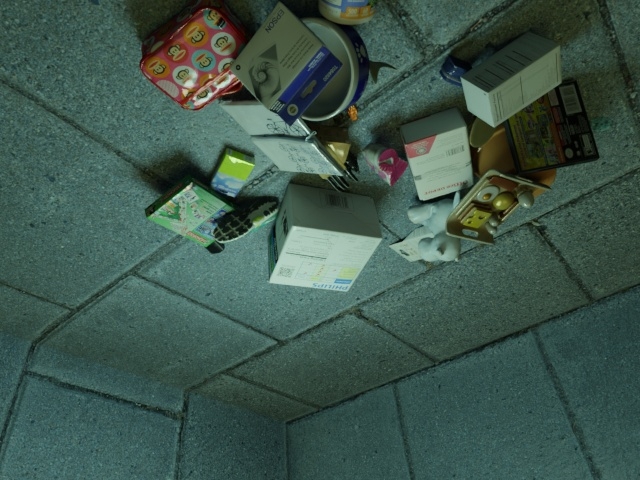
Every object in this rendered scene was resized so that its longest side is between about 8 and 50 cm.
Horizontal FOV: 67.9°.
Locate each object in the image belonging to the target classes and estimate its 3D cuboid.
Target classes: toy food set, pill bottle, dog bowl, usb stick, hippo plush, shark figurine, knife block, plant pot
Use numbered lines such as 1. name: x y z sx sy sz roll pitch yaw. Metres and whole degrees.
1. toy food set: 0.601 -0.103 1.628 0.220 0.092 0.306 11 137 -22
2. pill bottle: 0.078 -0.682 1.139 0.153 0.152 0.271 -1 140 -7
3. dog bowl: -0.003 -0.473 1.307 0.265 0.104 0.264 16 123 26
4. usb stick: -0.486 -0.034 1.921 0.077 0.045 0.278 -14 140 20
5. hippo plush: 0.494 -0.032 1.848 0.235 0.236 0.294 4 168 -39
6. shark figurine: 0.070 -0.491 1.397 0.278 0.116 0.166 -22 97 37
7. knife block: 0.009 -0.279 1.660 0.276 0.088 0.242 4 138 -13
8. plant pot: 0.689 -0.274 1.672 0.291 0.203 0.290 -4 139 -3

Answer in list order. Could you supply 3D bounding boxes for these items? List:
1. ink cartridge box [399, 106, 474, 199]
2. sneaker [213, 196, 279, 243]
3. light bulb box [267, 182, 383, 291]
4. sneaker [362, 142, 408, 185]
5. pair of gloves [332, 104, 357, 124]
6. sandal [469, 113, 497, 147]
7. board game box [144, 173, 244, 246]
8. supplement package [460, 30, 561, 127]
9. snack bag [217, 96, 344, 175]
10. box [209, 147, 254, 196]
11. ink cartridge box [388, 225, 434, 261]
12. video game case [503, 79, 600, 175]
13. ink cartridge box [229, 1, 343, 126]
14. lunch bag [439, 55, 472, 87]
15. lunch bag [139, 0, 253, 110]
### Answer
1. ink cartridge box: 0.412 -0.297 1.671 0.208 0.117 0.283 -16 139 11
2. sneaker: -0.276 -0.058 1.816 0.276 0.107 0.110 -28 155 -20
3. light bulb box: 0.000 0.000 1.886 0.358 0.225 0.361 8 139 -18
4. sneaker: 0.227 -0.282 1.689 0.103 0.111 0.252 -50 151 1
5. pair of gloves: 0.079 -0.418 1.566 0.084 0.010 0.074 -12 140 7
6. sandal: 0.542 -0.431 1.565 0.088 0.079 0.239 8 113 -19
7. board game box: -0.452 -0.100 1.752 0.214 0.046 0.317 -35 148 12
8. supplement package: 0.564 -0.477 1.408 0.244 0.133 0.139 -33 136 0
9. snack bag: -0.124 -0.320 1.487 0.323 0.037 0.342 15 159 43
10. box: -0.319 -0.240 1.698 0.109 0.042 0.178 18 136 -25
11. ink cartridge box: 0.452 0.014 2.117 0.233 0.066 0.189 -13 145 42
12. video game case: 0.730 -0.363 1.531 0.249 0.274 0.035 -11 169 5
13. ink cartridge box: -0.093 -0.452 1.235 0.224 0.045 0.223 45 111 3
14. lunch bag: 0.418 -0.512 1.455 0.099 0.067 0.065 12 137 -22
15. lunch bag: -0.325 -0.505 1.332 0.293 0.120 0.258 -28 140 21
